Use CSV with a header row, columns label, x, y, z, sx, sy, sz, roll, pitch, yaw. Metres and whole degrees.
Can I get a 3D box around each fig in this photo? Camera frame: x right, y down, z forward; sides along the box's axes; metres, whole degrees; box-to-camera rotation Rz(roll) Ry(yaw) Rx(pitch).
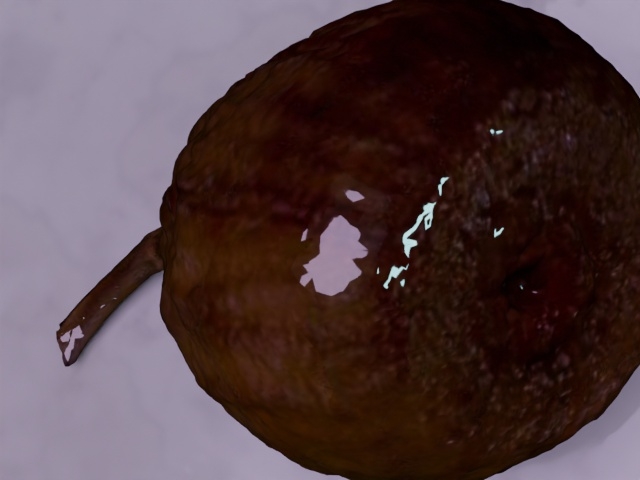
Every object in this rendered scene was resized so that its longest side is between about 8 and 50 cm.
label,x,y,z,sx,sy,sz,roll,pitch,yaw
fig,0.000,0.000,0.481,0.201,0.146,0.134,0,78,55
